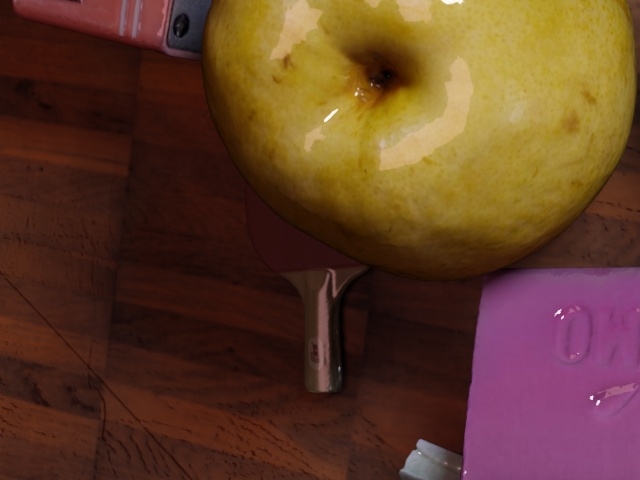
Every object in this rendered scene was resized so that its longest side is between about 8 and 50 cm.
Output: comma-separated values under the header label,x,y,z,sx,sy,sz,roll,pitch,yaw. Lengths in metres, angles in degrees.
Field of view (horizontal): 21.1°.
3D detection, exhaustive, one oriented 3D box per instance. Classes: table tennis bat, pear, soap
label,x,y,z,sx,sy,sz,roll,pitch,yaw
table tennis bat,0.000,0.000,1.391,0.138,0.022,0.246,-1,89,30
pear,0.072,-0.118,1.183,0.314,0.314,0.314,1,92,29
soap,0.229,0.107,1.167,0.259,0.081,0.181,1,61,18

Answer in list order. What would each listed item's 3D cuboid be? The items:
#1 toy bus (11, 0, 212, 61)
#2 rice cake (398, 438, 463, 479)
label,x,y,z,sx,sy,sz,roll,pitch,yaw
toy bus,-0.100,-0.360,1.333,0.233,0.203,0.427,13,101,33
rice cake,0.178,0.215,1.249,0.237,0.127,0.043,12,59,31
